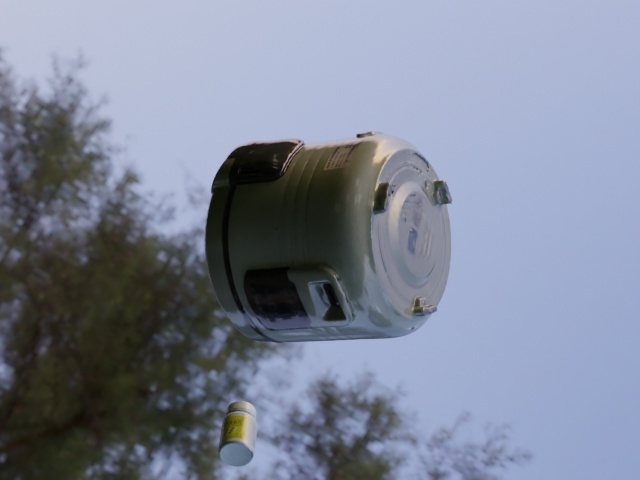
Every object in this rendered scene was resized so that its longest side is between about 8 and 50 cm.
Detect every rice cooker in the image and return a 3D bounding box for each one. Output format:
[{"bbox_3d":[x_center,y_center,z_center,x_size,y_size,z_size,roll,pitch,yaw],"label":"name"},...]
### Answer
[{"bbox_3d":[0.000,0.000,1.523,0.244,0.226,0.226,-1,-119,33],"label":"rice cooker"}]

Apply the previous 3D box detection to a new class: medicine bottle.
[{"bbox_3d":[-0.107,0.251,1.914,0.047,0.047,0.083,-37,-153,26],"label":"medicine bottle"}]
